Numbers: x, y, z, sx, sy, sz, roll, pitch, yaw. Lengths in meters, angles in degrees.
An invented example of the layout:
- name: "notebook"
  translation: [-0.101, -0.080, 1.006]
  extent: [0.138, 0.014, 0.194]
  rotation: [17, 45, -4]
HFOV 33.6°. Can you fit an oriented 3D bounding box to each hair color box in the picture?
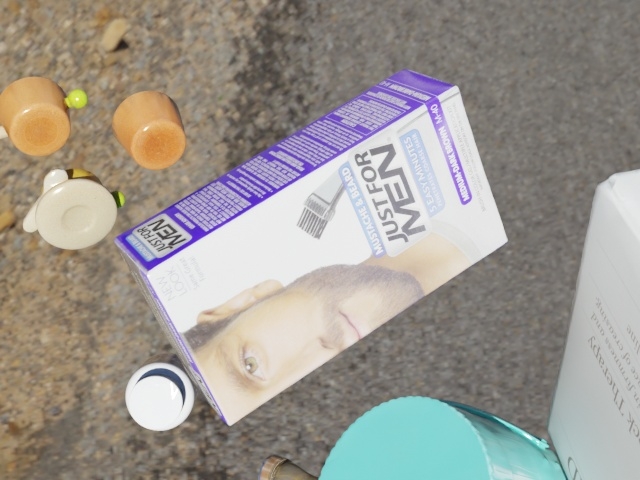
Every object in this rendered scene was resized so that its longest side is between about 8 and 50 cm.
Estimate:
- name: "hair color box"
  translation: [0.000, 0.000, 1.014]
  extent: [0.339, 0.110, 0.185]
  rotation: [-32, 120, -14]

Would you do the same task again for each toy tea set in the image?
- name: "toy tea set"
  translation: [-0.309, -0.098, 1.111]
  extent: [0.336, 0.200, 0.124]
  rotation: [4, 31, -28]

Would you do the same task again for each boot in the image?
- name: "boot"
  translation: [-0.017, 0.419, 1.559]
  extent: [0.082, 0.106, 0.219]
  rotation: [-43, 127, -38]

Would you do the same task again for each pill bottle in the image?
- name: "pill bottle"
  translation: [-0.258, 0.249, 1.729]
  extent: [0.112, 0.186, 0.112]
  rotation: [0, 92, -3]

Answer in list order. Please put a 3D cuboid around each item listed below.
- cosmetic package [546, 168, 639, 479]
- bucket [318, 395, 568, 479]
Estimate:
- name: "cosmetic package"
  translation: [0.441, 0.161, 0.995]
  extent: [0.327, 0.394, 0.329]
  rotation: [-10, 46, -7]
- name: "bucket"
  translation: [0.136, 0.315, 1.199]
  extent: [0.183, 0.281, 0.281]
  rotation: [34, 59, -42]
